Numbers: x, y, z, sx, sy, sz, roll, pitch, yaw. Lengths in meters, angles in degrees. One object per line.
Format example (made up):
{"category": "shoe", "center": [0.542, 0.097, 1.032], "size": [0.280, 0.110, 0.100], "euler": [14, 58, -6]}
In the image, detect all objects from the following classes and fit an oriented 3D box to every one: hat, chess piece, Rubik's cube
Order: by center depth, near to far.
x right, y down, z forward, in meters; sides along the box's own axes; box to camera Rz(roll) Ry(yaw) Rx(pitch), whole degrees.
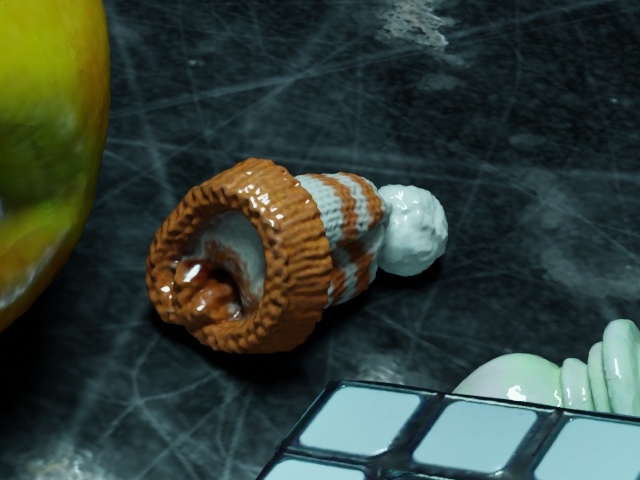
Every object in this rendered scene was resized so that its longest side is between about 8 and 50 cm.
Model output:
{"category": "Rubik's cube", "center": [0.053, 0.166, 0.759], "size": [0.160, 0.162, 0.163], "euler": [5, 35, 31]}
{"category": "chess piece", "center": [0.166, 0.073, 0.932], "size": [0.271, 0.139, 0.139], "euler": [-15, 36, 18]}
{"category": "hat", "center": [0.000, 0.000, 1.045], "size": [0.162, 0.112, 0.094], "euler": [-21, 74, -44]}

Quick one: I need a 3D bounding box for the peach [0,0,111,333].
{"category": "peach", "center": [-0.255, -0.085, 0.938], "size": [0.307, 0.308, 0.332], "euler": [-21, 49, -31]}
